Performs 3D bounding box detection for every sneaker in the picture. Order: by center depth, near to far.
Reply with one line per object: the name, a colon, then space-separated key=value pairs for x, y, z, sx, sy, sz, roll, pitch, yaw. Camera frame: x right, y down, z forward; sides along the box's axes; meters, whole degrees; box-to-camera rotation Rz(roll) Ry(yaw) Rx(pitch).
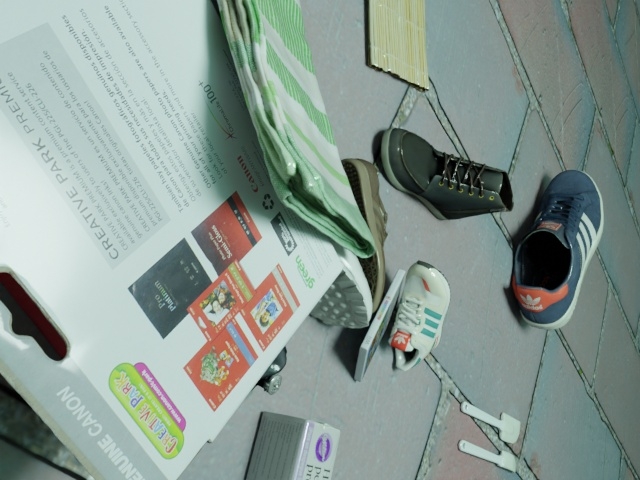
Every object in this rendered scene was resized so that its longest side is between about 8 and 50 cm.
sneaker: x=0.000 y=0.000 z=0.657 sx=0.235 sy=0.090 sz=0.095 roll=59 pitch=37 yaw=-31
sneaker: x=0.060 y=-0.005 z=0.738 sx=0.071 sy=0.066 sz=0.189 roll=-6 pitch=92 yaw=-51
sneaker: x=0.123 y=0.104 z=0.790 sx=0.075 sy=0.057 sz=0.161 roll=-41 pitch=143 yaw=-39
sneaker: x=0.181 y=-0.098 z=0.850 sx=0.222 sy=0.118 sz=0.083 roll=29 pitch=66 yaw=-46
sneaker: x=0.448 y=-0.014 z=1.157 sx=0.148 sy=0.131 sz=0.350 roll=47 pitch=54 yaw=-43

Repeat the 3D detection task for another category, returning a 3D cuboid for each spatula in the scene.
spatula: x=0.285 y=0.366 z=1.023 sx=0.242 sy=0.019 sz=0.168 roll=33 pitch=64 yaw=-44

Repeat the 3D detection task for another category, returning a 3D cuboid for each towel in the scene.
towel: x=-0.027 y=-0.157 z=0.536 sx=0.248 sy=0.038 sz=0.325 roll=33 pitch=38 yaw=-71

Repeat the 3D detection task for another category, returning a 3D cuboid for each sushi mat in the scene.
sushi mat: x=0.110 y=-0.381 z=0.862 sx=0.151 sy=0.019 sz=0.317 roll=2 pitch=86 yaw=-49

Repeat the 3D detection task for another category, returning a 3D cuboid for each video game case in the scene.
video game case: x=0.073 y=0.105 z=0.754 sx=0.087 sy=0.011 sz=0.122 roll=94 pitch=22 yaw=-52

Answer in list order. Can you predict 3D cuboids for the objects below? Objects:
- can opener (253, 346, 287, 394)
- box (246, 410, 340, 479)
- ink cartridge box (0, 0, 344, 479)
can opener: x=-0.095 y=0.146 z=0.561 sx=0.186 sy=0.073 sz=0.059 roll=-45 pitch=160 yaw=-38
box: x=-0.055 y=0.333 z=0.578 sx=0.063 sy=0.067 sz=0.324 roll=35 pitch=61 yaw=-45
ink cartridge box: x=-0.151 y=-0.018 z=0.433 sx=0.272 sy=0.130 sz=0.310 roll=-50 pitch=124 yaw=-41
